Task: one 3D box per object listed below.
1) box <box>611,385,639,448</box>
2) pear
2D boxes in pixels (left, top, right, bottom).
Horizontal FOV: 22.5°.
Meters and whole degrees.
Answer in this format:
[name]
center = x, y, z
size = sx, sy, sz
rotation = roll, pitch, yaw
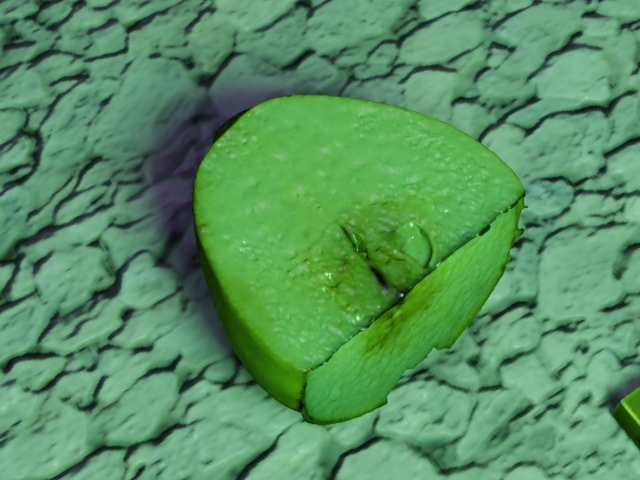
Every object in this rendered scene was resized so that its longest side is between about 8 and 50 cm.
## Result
[box]
center = 0.411, 0.215, 1.354
size = 0.173, 0.043, 0.311
rotation = -32, 72, -17
[pear]
center = 0.000, 0.000, 1.367
size = 0.292, 0.159, 0.292
rotation = 2, 62, -4
